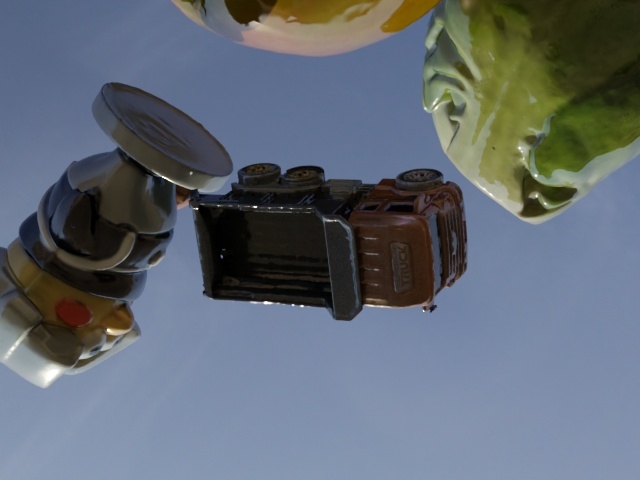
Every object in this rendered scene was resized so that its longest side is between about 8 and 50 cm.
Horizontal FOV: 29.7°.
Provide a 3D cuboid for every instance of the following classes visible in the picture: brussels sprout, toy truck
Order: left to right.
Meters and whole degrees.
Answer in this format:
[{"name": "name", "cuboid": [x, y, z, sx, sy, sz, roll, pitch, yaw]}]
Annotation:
[{"name": "toy truck", "cuboid": [0.000, 0.000, 0.836, 0.192, 0.092, 0.083, 3, -67, 24]}, {"name": "brussels sprout", "cuboid": [0.239, -0.194, 1.188, 0.281, 0.289, 0.355, 25, -69, -1]}]

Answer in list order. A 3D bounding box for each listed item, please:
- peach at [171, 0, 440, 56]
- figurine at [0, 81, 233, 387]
[{"name": "peach", "cuboid": [0.004, -0.303, 0.972, 0.332, 0.308, 0.308, -27, -67, -21]}, {"name": "figurine", "cuboid": [-0.177, 0.002, 0.959, 0.133, 0.176, 0.236, 40, -73, 13]}]
